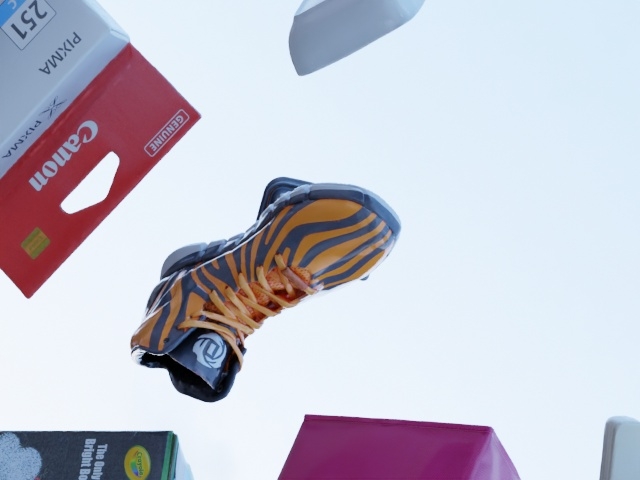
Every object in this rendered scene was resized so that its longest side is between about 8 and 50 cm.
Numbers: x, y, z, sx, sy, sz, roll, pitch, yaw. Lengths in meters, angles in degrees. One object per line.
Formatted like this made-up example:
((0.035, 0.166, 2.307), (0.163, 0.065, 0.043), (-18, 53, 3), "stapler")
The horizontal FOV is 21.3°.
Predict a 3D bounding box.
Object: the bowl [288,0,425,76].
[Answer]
((0.032, -0.224, 1.611), (0.142, 0.142, 0.053), (-26, -71, 27), "bowl")

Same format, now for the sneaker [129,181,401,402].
((-0.061, 0.066, 1.687), (0.321, 0.180, 0.124), (-26, -62, 39), "sneaker")

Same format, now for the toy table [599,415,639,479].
((0.326, 0.288, 1.574), (0.274, 0.161, 0.252), (171, -78, -76), "toy table")

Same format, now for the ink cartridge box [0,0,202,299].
((-0.323, -0.128, 1.900), (0.296, 0.066, 0.261), (-46, -106, 8), "ink cartridge box")

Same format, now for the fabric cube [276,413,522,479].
((0.088, 0.377, 1.914), (0.254, 0.258, 0.259), (-2, -42, 33), "fabric cube")

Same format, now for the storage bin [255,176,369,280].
((0.000, 0.000, 1.806), (0.091, 0.135, 0.098), (-104, -151, -72), "storage bin")

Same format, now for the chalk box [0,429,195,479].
((-0.217, 0.313, 1.740), (0.179, 0.289, 0.180), (80, 13, -50), "chalk box")
